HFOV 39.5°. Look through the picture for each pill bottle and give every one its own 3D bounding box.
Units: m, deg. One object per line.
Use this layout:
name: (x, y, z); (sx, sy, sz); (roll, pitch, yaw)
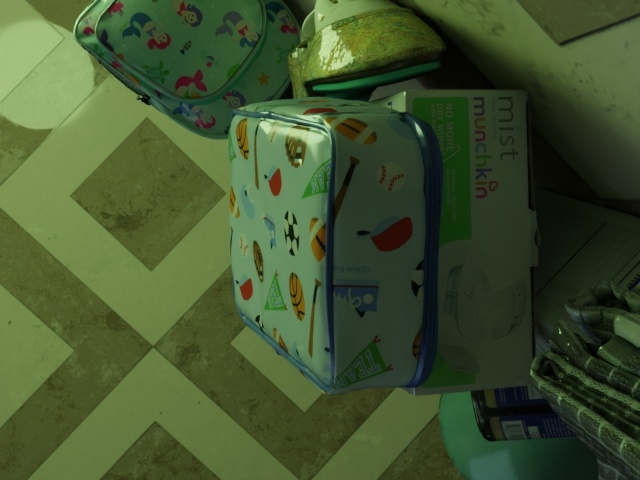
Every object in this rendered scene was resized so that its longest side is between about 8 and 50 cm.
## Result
pill bottle: (0.287, 0.161, 1.013); (0.123, 0.219, 0.123); (-8, -90, -71)

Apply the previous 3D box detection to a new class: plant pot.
plant pot: (0.334, 0.222, 1.240); (0.290, 0.290, 0.195); (42, 140, 20)

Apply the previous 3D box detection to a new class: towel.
towel: (0.275, 0.166, 0.557); (0.235, 0.121, 0.283); (45, 174, -38)

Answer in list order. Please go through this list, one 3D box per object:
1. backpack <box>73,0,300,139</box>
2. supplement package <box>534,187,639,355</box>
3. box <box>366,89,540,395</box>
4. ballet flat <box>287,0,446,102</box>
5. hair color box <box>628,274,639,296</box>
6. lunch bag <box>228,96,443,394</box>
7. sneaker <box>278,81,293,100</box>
backpack: (-0.151, -0.256, 1.122); (0.253, 0.225, 0.191); (41, -178, -16)
supplement package: (0.266, 0.059, 0.858); (0.134, 0.139, 0.244); (46, 176, -22)
box: (0.100, -0.004, 0.864); (0.231, 0.126, 0.262); (-167, 75, -73)
ballet flat: (0.028, -0.194, 0.898); (0.123, 0.123, 0.348); (44, 174, -8)
hair color box: (0.297, 0.028, 0.486); (0.185, 0.110, 0.339); (40, 174, 14)
lunch bag: (0.000, 0.000, 0.785); (0.303, 0.114, 0.243); (-152, 58, -67)
sneaker: (-0.063, -0.192, 1.473); (0.125, 0.140, 0.341); (37, 174, 44)
